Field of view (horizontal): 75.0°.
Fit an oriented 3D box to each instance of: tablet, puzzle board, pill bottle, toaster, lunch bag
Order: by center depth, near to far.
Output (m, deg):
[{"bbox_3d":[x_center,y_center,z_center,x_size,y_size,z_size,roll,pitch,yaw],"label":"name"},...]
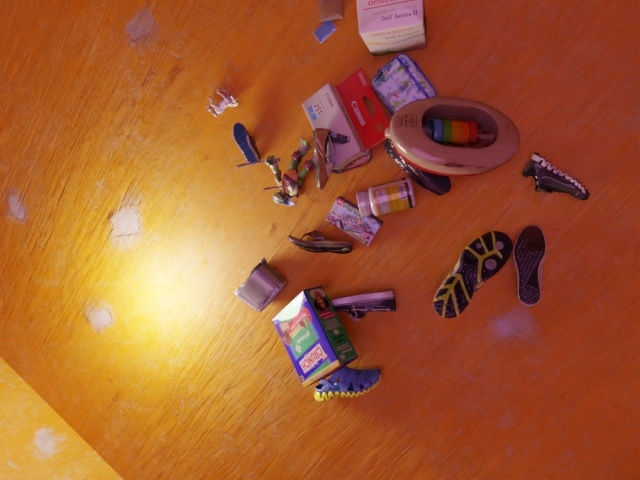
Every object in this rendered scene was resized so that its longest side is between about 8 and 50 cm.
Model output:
[{"bbox_3d":[0.307,-0.556,1.529,0.176,0.090,0.219,-36,89,15],"label":"lunch bag"},{"bbox_3d":[0.249,-0.160,1.584,0.208,0.119,0.119,-13,95,13],"label":"pill bottle"},{"bbox_3d":[0.040,-0.905,1.588,0.096,0.011,0.128,-1,95,18],"label":"puzzle board"},{"bbox_3d":[0.017,-0.812,1.615,0.083,0.006,0.054,-36,87,18],"label":"tablet"},{"bbox_3d":[-0.250,0.195,1.796,0.146,0.129,0.227,41,105,3],"label":"toaster"}]

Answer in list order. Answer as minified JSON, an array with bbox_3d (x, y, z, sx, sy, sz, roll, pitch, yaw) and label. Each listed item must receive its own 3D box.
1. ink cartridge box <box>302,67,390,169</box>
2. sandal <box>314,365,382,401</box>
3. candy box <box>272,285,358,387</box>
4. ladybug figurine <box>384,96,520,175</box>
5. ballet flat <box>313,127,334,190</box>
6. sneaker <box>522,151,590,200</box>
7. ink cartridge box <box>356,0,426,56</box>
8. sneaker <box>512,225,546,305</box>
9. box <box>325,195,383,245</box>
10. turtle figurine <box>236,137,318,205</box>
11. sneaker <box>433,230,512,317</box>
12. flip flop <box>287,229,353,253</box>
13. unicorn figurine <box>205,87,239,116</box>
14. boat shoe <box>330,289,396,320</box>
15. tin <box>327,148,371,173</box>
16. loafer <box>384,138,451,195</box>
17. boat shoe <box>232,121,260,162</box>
[{"bbox_3d":[0.097,-0.460,1.572,0.261,0.066,0.296,-29,80,29],"label":"ink cartridge box"},{"bbox_3d":[0.102,0.583,1.759,0.317,0.126,0.138,-18,89,17],"label":"sandal"},{"bbox_3d":[-0.029,0.387,1.673,0.268,0.122,0.317,-46,65,40],"label":"candy box"},{"bbox_3d":[0.442,-0.344,1.441,0.449,0.162,0.305,7,64,1],"label":"ladybug figurine"},{"bbox_3d":[0.017,-0.305,1.556,0.073,0.080,0.232,-4,96,7],"label":"ballet flat"},{"bbox_3d":[0.806,-0.198,1.447,0.234,0.078,0.106,40,110,11],"label":"sneaker"},{"bbox_3d":[0.240,-0.726,1.380,0.207,0.353,0.119,-2,98,17],"label":"ink cartridge box"},{"bbox_3d":[0.748,0.094,1.508,0.106,0.123,0.290,6,79,26],"label":"sneaker"},{"bbox_3d":[0.135,-0.079,1.683,0.207,0.036,0.114,31,106,10],"label":"box"},{"bbox_3d":[-0.128,-0.278,1.627,0.275,0.198,0.266,39,92,-29],"label":"turtle figurine"},{"bbox_3d":[0.546,0.117,1.548,0.145,0.147,0.384,44,90,9],"label":"sneaker"},{"bbox_3d":[0.000,0.000,1.708,0.277,0.112,0.080,3,74,18],"label":"flip flop"},{"bbox_3d":[-0.407,-0.585,1.757,0.162,0.060,0.111,-39,87,35],"label":"unicorn figurine"},{"bbox_3d":[0.154,0.274,1.695,0.306,0.113,0.105,-10,82,9],"label":"boat shoe"},{"bbox_3d":[0.110,-0.330,1.650,0.190,0.040,0.106,-15,98,19],"label":"tin"},{"bbox_3d":[0.360,-0.281,1.566,0.302,0.109,0.095,48,152,4],"label":"loafer"},{"bbox_3d":[-0.307,-0.404,1.745,0.066,0.066,0.183,-19,99,21],"label":"boat shoe"}]
